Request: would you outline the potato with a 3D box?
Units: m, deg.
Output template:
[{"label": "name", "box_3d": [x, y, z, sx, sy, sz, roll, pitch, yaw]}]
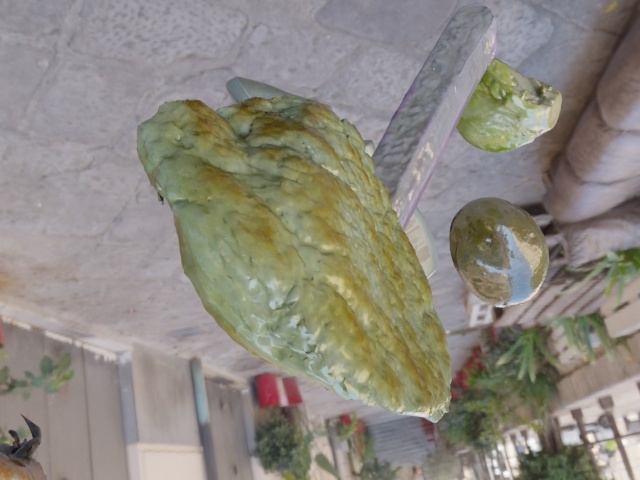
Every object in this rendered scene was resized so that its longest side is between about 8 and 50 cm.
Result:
[{"label": "potato", "box_3d": [0.329, 0.025, 1.217, 0.160, 0.177, 0.235, -19, 129, -8]}]

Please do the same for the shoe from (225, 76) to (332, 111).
[{"label": "shoe", "box_3d": [-0.018, -0.123, 0.743, 0.078, 0.195, 0.079, -44, -177, -3]}]

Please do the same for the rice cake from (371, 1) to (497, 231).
[{"label": "rice cake", "box_3d": [0.114, -0.117, 0.754, 0.064, 0.398, 0.070, 20, 158, 24]}]

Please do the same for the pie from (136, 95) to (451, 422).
[{"label": "pie", "box_3d": [0.005, 0.007, 0.439, 0.105, 0.257, 0.274, -39, 175, 19]}]

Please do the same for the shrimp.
[{"label": "shrimp", "box_3d": [-0.330, 0.160, 0.584, 0.220, 0.046, 0.152, 23, 168, 22]}]

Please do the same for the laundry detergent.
[{"label": "laundry detergent", "box_3d": [0.146, -0.054, 1.671, 0.264, 0.397, 0.125, -30, -157, -23]}]

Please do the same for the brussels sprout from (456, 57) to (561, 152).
[{"label": "brussels sprout", "box_3d": [0.288, -0.216, 1.059, 0.131, 0.183, 0.145, -36, 156, -35]}]
